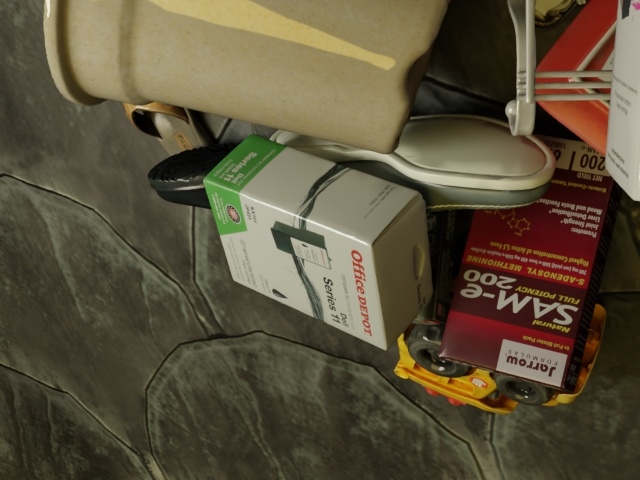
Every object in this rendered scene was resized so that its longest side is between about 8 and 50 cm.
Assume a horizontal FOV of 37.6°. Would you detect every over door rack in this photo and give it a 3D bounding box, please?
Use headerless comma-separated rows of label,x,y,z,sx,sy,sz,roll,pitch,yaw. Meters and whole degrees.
over door rack,0.267,-0.247,0.727,0.239,0.108,0.324,-1,108,3

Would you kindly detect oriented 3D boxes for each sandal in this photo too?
sandal,-0.208,-0.158,1.177,0.090,0.060,0.219,-15,113,39

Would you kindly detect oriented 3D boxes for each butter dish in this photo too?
butter dish,0.285,-0.142,0.848,0.160,0.118,0.160,39,90,4

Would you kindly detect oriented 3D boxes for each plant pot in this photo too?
plant pot,-0.035,-0.233,0.868,0.305,0.334,0.334,20,132,3

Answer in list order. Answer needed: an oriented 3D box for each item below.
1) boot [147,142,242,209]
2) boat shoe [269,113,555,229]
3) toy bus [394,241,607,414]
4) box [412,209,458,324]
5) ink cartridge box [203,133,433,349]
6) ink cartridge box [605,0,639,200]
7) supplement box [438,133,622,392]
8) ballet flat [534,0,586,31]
boot,-0.074,-0.015,1.157,0.246,0.094,0.207,-6,118,16
boat shoe,0.091,-0.064,0.957,0.319,0.116,0.099,9,128,35
toy bus,0.196,0.133,1.095,0.220,0.149,0.211,21,144,15
box,0.090,-0.014,1.019,0.114,0.207,0.036,0,166,32
ink cartridge box,0.000,0.000,0.941,0.208,0.087,0.153,21,141,31
ink cartridge box,0.312,-0.170,0.630,0.201,0.117,0.278,1,108,5
supplement box,0.213,0.018,0.937,0.130,0.073,0.239,12,84,25
ballet flat,0.236,-0.261,0.816,0.074,0.074,0.203,37,134,3
